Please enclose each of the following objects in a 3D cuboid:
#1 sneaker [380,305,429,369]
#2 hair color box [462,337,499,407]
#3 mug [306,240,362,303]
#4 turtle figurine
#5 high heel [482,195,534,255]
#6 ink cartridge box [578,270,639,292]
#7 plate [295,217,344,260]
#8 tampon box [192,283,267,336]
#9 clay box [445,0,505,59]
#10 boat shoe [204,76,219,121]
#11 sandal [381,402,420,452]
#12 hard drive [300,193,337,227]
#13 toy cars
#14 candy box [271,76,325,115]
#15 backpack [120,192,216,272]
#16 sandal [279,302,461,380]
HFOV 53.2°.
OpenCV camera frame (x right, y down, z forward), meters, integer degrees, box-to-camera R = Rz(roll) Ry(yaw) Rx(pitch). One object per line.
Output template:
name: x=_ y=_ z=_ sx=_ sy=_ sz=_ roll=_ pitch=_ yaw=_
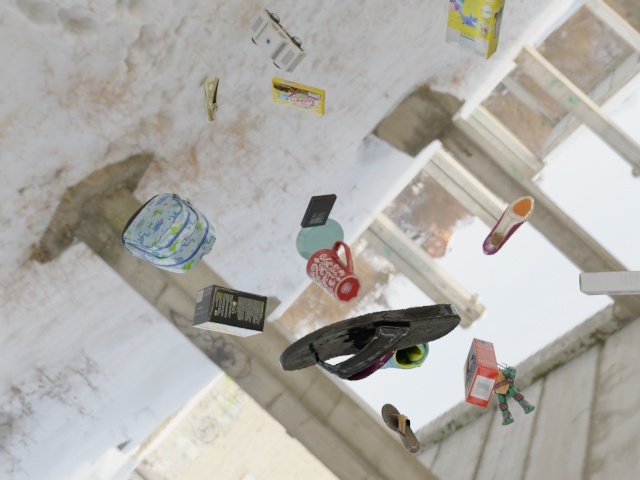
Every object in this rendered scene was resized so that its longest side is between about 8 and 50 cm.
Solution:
sneaker: x=0.291 y=0.307 z=1.984 sx=0.319 sy=0.127 sz=0.208 roll=-34 pitch=-166 yaw=-34
hair color box: x=0.367 y=0.301 z=1.474 sx=0.167 sy=0.053 sz=0.093 roll=-49 pitch=154 yaw=-73
mug: x=0.042 y=0.092 z=1.867 sx=0.113 sy=0.150 sz=0.169 roll=-13 pitch=-152 yaw=-22
turtle figurine: x=0.575 y=0.461 z=2.048 sx=0.118 sy=0.234 sz=0.175 roll=7 pitch=135 yaw=-44
high heel: x=0.642 y=-0.048 z=2.188 sx=0.244 sy=0.082 sz=0.117 roll=-53 pitch=170 yaw=-16
ink cartridge box: x=0.919 y=0.116 z=1.756 sx=0.371 sy=0.069 sz=0.176 roll=-2 pitch=172 yaw=28
plate: x=0.000 y=0.000 z=2.356 sx=0.188 sy=0.188 sz=0.024 roll=-47 pitch=147 yaw=-10
tampon box: x=-0.243 y=0.191 z=1.717 sx=0.120 sy=0.161 sz=0.101 roll=-23 pitch=-124 yaw=55
clay box: x=0.377 y=-0.562 z=1.544 sx=0.053 sy=0.127 sz=0.222 roll=-43 pitch=151 yaw=-26
boat shoe: x=-0.374 y=-0.490 z=2.222 sx=0.056 sy=0.048 sz=0.152 roll=-38 pitch=128 yaw=-83
sandal: x=0.312 y=0.701 z=2.402 sx=0.060 sy=0.219 sz=0.090 roll=-37 pitch=176 yaw=39
hard drive: x=-0.006 y=-0.099 z=2.149 sx=0.094 sy=0.022 sz=0.135 roll=-9 pitch=142 yaw=-30
toy cars: x=-0.146 y=-0.665 z=1.783 sx=0.177 sy=0.393 sz=0.087 roll=2 pitch=-162 yaw=26
candy box: x=-0.080 y=-0.528 z=2.339 sx=0.105 sy=0.206 sz=0.027 roll=88 pitch=25 yaw=-54
backpack: x=-0.538 y=-0.026 z=2.294 sx=0.290 sy=0.356 sz=0.273 roll=-48 pitch=146 yaw=-14
sandal: x=0.130 y=0.235 z=1.427 sx=0.446 sy=0.107 sz=0.167 roll=-9 pitch=146 yaw=-21
